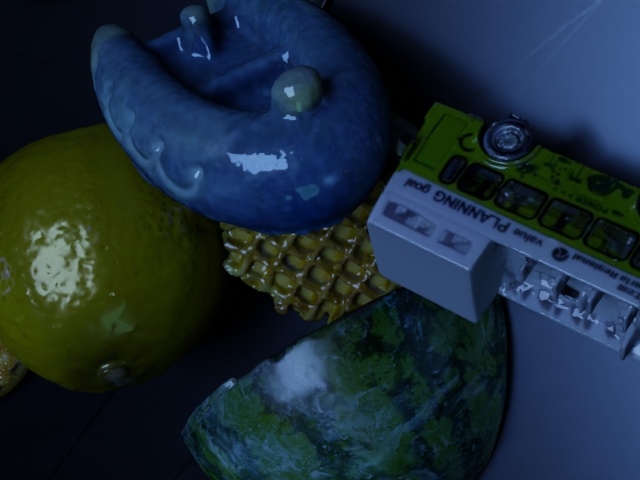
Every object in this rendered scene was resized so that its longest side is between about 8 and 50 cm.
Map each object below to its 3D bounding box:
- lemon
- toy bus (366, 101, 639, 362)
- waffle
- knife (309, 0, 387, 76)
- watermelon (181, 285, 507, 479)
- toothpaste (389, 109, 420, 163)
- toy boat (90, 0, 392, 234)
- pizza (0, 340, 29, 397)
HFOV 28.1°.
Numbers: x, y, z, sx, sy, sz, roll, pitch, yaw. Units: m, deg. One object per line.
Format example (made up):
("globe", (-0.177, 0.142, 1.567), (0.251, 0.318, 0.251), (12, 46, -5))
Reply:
("lemon", (-0.197, 0.029, 1.180), (0.240, 0.240, 0.219), (-30, 62, 30))
("toy bus", (0.190, 0.010, 0.987), (0.302, 0.113, 0.139), (26, 67, 25))
("waffle", (0.002, -0.004, 1.131), (0.191, 0.038, 0.191), (4, 121, 6))
("knife", (-0.024, -0.218, 1.196), (0.230, 0.028, 0.060), (35, 101, 30))
("watermelon", (0.034, 0.142, 1.119), (0.305, 0.180, 0.224), (-37, 118, 25))
("toothpaste", (0.084, -0.078, 1.130), (0.190, 0.031, 0.048), (40, 104, 20))
("toy boat", (-0.070, -0.138, 1.067), (0.330, 0.215, 0.123), (51, 159, 43))
("pizza", (-0.362, 0.120, 1.422), (0.160, 0.036, 0.099), (-43, 71, 26))
